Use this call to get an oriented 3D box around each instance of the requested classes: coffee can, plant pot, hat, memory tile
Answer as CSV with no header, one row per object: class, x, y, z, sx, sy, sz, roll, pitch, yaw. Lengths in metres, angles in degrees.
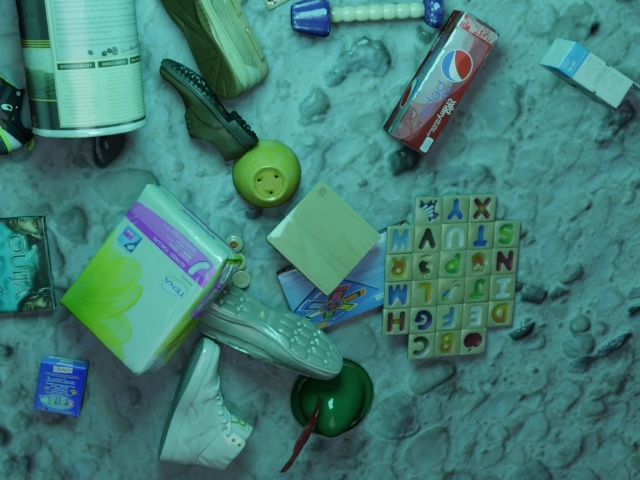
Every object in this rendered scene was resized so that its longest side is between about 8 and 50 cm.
coffee can,-0.411,-0.329,1.587,0.201,0.201,0.275,-4,106,-5
plant pot,-0.099,-0.116,1.740,0.134,0.095,0.134,-2,107,-6
hat,0.028,0.361,1.846,0.173,0.183,0.208,24,102,-13
memory tile,-0.218,0.053,1.819,0.148,0.012,0.113,-11,107,-4

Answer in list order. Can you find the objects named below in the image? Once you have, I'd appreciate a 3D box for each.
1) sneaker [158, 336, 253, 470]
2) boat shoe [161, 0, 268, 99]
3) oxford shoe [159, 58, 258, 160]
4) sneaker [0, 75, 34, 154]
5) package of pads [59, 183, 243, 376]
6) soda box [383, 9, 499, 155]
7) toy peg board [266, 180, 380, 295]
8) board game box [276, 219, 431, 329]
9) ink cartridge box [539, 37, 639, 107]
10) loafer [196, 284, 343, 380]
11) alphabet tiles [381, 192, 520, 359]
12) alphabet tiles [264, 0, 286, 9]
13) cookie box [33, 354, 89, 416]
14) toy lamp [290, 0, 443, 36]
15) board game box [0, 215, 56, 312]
sneaker,-0.209,0.335,1.860,0.169,0.108,0.292,16,113,-12
boat shoe,-0.200,-0.425,1.642,0.110,0.121,0.341,-37,114,-34
oxford shoe,-0.225,-0.236,1.701,0.096,0.083,0.227,-39,103,16
sneaker,-0.587,-0.268,1.664,0.097,0.084,0.235,-26,110,-24
package of pads,-0.312,0.080,1.726,0.229,0.101,0.296,41,100,15
soda box,0.224,-0.296,1.726,0.083,0.092,0.263,29,101,-13
toy peg board,0.000,0.000,1.788,0.161,0.079,0.160,43,75,-3
board game box,0.068,0.076,1.850,0.281,0.027,0.145,-22,106,0
ink cartridge box,0.518,-0.309,1.750,0.180,0.104,0.060,30,100,-13
loafer,-0.108,0.191,1.820,0.319,0.112,0.111,29,131,-3
alphabet tiles,0.264,0.075,1.859,0.285,0.011,0.342,-3,106,-15
alphabet tiles,-0.033,-0.561,1.665,0.237,0.009,0.198,-27,107,1
cookie box,-0.515,0.289,1.838,0.092,0.040,0.107,11,105,-9
toy lamp,0.083,-0.414,1.686,0.274,0.080,0.080,-3,106,-6
board game box,-0.581,0.046,1.768,0.126,0.026,0.186,-4,106,-5
